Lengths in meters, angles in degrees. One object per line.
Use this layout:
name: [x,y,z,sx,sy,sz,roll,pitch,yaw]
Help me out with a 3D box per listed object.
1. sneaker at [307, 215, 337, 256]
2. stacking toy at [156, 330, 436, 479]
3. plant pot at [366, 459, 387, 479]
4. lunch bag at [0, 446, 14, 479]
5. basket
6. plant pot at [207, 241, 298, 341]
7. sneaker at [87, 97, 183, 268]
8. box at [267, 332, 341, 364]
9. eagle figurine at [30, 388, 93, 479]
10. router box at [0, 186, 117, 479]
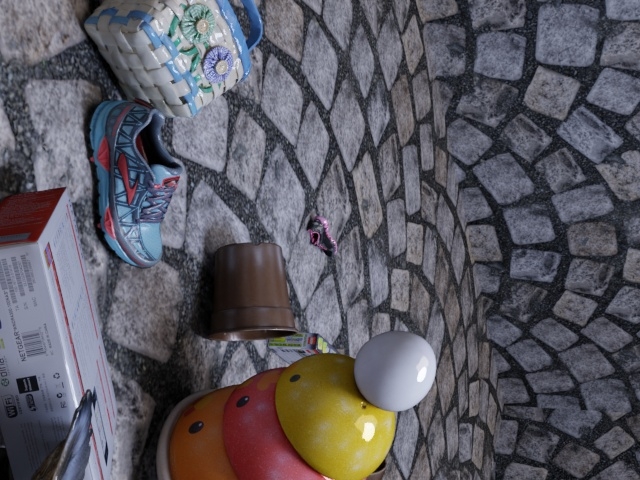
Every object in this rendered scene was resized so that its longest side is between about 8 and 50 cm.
sneaker: [0.000,0.000,2.002,0.057,0.047,0.119,-51,134,-33]
stacking toy: [0.001,0.290,1.344,0.351,0.480,0.350,34,30,-23]
plant pot: [0.015,0.567,1.834,0.215,0.215,0.230,-5,108,-67]
lunch bag: [-0.407,0.344,0.879,0.287,0.169,0.235,21,67,-71]
basket: [-0.204,-0.343,1.329,0.289,0.201,0.254,-63,144,-31]
plant pot: [-0.127,0.095,1.559,0.167,0.167,0.165,25,58,-64]
sneaker: [-0.267,-0.080,1.268,0.104,0.125,0.261,-39,124,-61]
box: [-0.020,0.251,1.842,0.207,0.114,0.036,50,44,-56]
eagle figurine: [-0.282,0.291,0.747,0.226,0.225,0.298,89,-21,-62]
router box: [-0.320,0.129,1.007,0.301,0.082,0.335,-128,-151,-73]
